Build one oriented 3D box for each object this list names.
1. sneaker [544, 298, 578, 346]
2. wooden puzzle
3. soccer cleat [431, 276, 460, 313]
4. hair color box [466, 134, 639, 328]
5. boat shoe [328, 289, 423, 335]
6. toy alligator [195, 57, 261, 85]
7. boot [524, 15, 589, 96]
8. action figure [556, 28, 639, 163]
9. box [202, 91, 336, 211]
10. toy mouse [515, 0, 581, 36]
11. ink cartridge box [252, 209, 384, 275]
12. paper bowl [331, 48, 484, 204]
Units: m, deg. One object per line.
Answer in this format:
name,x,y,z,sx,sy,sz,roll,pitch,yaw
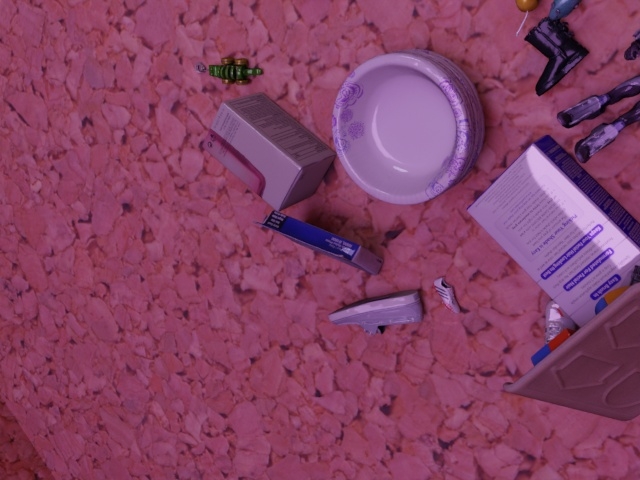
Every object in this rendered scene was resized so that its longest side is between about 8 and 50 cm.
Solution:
sneaker,0.459,0.196,1.535,0.057,0.075,0.162,0,107,32
wooden puzzle,0.537,0.190,1.393,0.348,0.322,0.081,-47,37,37
soccer cleat,0.266,0.114,1.659,0.083,0.029,0.035,55,130,10
hair color box,0.456,-0.006,1.448,0.339,0.110,0.185,48,124,11
boat shoe,0.120,0.168,1.739,0.227,0.079,0.081,-15,94,32
toy alligator,-0.218,-0.376,1.777,0.189,0.051,0.056,10,112,29
boot,0.399,-0.328,1.407,0.099,0.045,0.121,48,118,6
action figure,0.540,-0.243,1.318,0.285,0.099,0.185,-34,78,32
box,-0.110,-0.193,1.714,0.232,0.148,0.127,41,124,14
toy mouse,0.400,-0.437,1.355,0.143,0.031,0.161,1,89,30
ink cartridge box,0.000,0.000,1.676,0.223,0.224,0.045,22,88,24
paper bowl,0.174,-0.220,1.524,0.284,0.148,0.285,12,113,28
